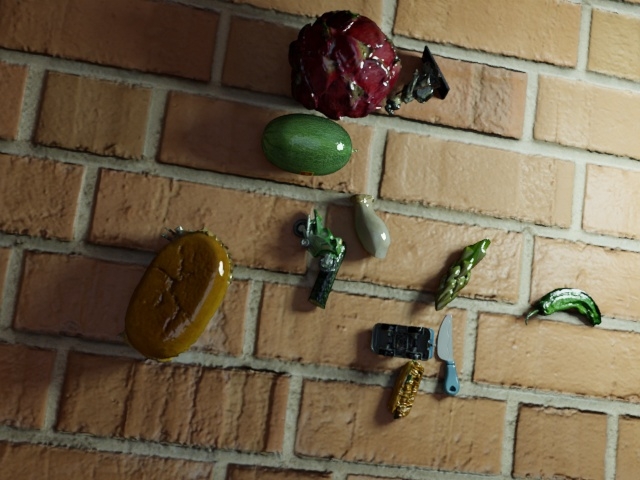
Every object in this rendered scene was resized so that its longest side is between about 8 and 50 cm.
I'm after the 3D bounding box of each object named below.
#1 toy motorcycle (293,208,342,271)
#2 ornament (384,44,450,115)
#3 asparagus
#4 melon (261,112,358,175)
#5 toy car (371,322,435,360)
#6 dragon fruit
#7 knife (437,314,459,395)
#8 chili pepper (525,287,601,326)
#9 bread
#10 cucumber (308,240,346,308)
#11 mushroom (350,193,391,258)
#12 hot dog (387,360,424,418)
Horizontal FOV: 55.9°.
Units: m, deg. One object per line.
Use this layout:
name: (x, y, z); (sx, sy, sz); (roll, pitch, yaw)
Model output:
toy motorcycle: (0.000, 0.000, 1.789); (0.106, 0.074, 0.190); (-37, 69, 3)
ornament: (0.275, -0.473, 1.864); (0.196, 0.166, 0.153); (-29, 88, 5)
asparagus: (0.426, 0.101, 1.857); (0.080, 0.080, 0.287); (36, 73, -4)
melon: (-0.029, -0.279, 1.771); (0.287, 0.182, 0.182); (8, 84, -7)
toy car: (0.254, 0.301, 1.797); (0.191, 0.100, 0.097); (3, 83, 26)
dragon fruit: (0.062, -0.503, 1.739); (0.329, 0.329, 0.329); (1, 85, -8)
knife: (0.389, 0.352, 1.856); (0.058, 0.032, 0.244); (-5, 81, 0)
chili pepper: (0.761, 0.209, 1.899); (0.278, 0.065, 0.122); (2, 81, -12)
bread: (-0.387, 0.146, 1.682); (0.236, 0.183, 0.389); (24, 82, -3)
cucumber: (0.027, 0.097, 1.812); (0.058, 0.052, 0.215); (27, 81, -27)
mushroom: (0.153, -0.046, 1.824); (0.097, 0.088, 0.213); (-16, 81, -19)
hot dog: (0.258, 0.450, 1.812); (0.072, 0.055, 0.188); (22, 81, -7)
